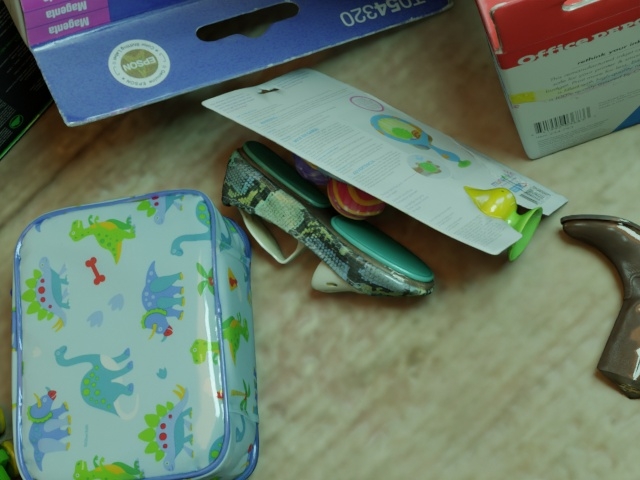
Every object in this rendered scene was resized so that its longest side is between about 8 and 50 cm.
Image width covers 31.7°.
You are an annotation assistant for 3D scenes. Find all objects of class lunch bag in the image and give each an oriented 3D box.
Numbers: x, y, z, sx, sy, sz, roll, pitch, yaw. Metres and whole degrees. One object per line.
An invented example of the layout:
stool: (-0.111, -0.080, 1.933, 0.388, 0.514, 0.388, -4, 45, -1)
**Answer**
lunch bag: (-0.138, 0.077, 0.823, 0.176, 0.090, 0.218, -11, 71, 12)

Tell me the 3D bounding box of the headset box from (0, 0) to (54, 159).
headset box: (-0.376, -0.180, 0.952, 0.283, 0.131, 0.246, 40, 88, 23)

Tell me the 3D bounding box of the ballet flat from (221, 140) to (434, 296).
ballet flat: (0.000, 0.000, 0.830, 0.188, 0.070, 0.070, 39, 87, 25)

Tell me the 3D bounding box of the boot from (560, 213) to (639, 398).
boot: (0.201, 0.045, 0.765, 0.106, 0.037, 0.114, 15, 83, 22)

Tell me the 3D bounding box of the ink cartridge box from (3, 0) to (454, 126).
ink cartridge box: (-0.104, -0.274, 0.865, 0.324, 0.071, 0.330, -21, 64, -20)

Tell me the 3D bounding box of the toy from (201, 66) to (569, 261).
toy: (0.043, -0.047, 0.808, 0.237, 0.137, 0.056, 26, 120, 23)

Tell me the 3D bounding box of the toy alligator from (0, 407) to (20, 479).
toy alligator: (-0.251, 0.183, 0.848, 0.189, 0.056, 0.051, 53, 135, 22)

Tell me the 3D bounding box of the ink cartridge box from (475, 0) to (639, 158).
ink cartridge box: (0.173, -0.143, 0.723, 0.134, 0.231, 0.078, -19, 69, 10)
